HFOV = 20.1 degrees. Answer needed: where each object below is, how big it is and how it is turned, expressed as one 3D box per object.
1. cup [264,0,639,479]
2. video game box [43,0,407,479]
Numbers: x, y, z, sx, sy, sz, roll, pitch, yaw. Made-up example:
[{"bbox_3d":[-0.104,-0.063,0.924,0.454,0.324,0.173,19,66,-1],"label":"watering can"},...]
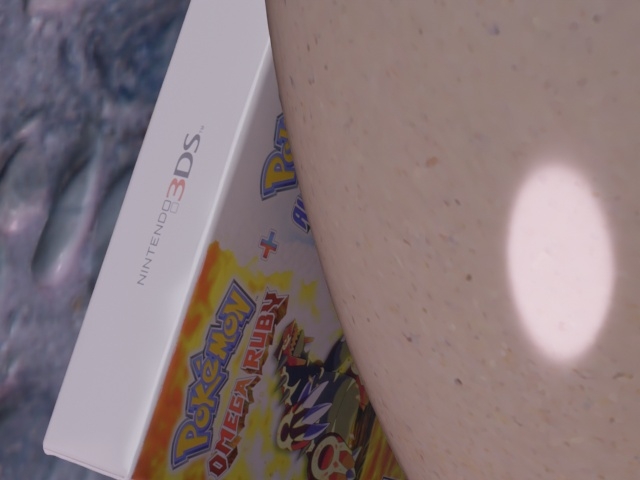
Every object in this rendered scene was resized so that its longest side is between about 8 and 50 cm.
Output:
[{"bbox_3d":[0.128,-0.022,0.548,0.331,0.331,0.237,28,120,37],"label":"cup"},{"bbox_3d":[0.000,0.000,0.673,0.048,0.187,0.205,14,85,36],"label":"video game box"}]
